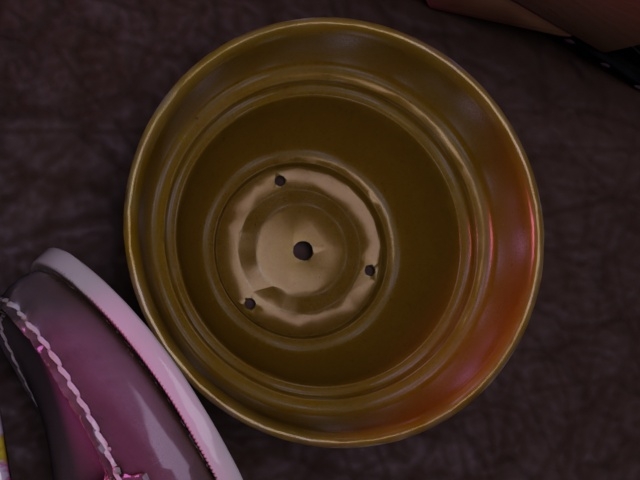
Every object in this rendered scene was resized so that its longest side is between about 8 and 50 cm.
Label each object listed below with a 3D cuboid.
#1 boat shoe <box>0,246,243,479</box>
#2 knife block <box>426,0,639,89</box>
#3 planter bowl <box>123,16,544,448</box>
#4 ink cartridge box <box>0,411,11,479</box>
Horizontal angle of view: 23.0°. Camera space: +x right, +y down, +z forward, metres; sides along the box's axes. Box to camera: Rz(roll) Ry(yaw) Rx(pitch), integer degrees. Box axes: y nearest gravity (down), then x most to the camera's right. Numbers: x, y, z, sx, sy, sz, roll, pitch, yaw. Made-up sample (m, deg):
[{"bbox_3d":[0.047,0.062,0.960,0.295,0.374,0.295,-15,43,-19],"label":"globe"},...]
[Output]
[{"bbox_3d":[-0.078,0.160,0.769,0.097,0.116,0.324,-32,97,-20],"label":"boat shoe"},{"bbox_3d":[0.169,-0.163,0.820,0.242,0.275,0.088,13,77,18],"label":"knife block"},{"bbox_3d":[0.000,0.000,0.822,0.217,0.090,0.217,2,82,-14],"label":"planter bowl"},{"bbox_3d":[-0.223,0.131,0.744,0.154,0.093,0.212,-8,82,-15],"label":"ink cartridge box"}]
